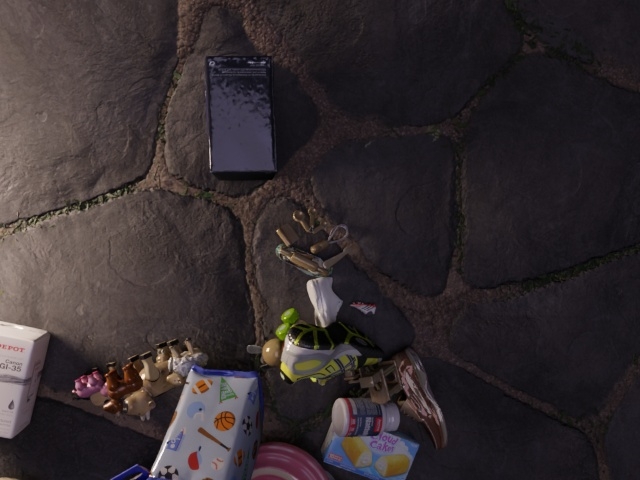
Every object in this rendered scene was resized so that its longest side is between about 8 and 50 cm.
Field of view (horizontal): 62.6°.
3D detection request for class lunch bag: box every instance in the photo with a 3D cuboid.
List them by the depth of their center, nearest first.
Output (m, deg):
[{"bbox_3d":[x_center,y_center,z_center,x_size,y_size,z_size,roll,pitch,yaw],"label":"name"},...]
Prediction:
[{"bbox_3d":[-0.280,0.571,1.390,0.239,0.327,0.385,6,136,9],"label":"lunch bag"}]

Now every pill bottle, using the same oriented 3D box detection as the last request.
[{"bbox_3d":[0.134,0.516,1.542,0.180,0.108,0.107,5,92,-19],"label":"pill bottle"}]

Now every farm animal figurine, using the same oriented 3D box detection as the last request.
[{"bbox_3d":[-0.503,0.409,1.489,0.327,0.330,0.172,-22,92,-34],"label":"farm animal figurine"}]

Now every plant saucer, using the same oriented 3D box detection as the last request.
[{"bbox_3d":[-0.128,0.770,1.556,0.332,0.084,0.332,1,96,13],"label":"plant saucer"}]

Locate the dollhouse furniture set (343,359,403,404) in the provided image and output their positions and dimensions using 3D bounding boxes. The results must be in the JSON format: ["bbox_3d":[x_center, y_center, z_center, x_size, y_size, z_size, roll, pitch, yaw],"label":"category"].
[{"bbox_3d":[0.129,0.433,1.546,0.161,0.182,0.101,-17,85,29],"label":"dollhouse furniture set"}]

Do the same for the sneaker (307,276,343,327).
[{"bbox_3d":[0.029,0.215,1.615,0.094,0.080,0.212,-14,94,-21],"label":"sneaker"}]

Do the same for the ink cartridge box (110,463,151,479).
[{"bbox_3d":[-0.443,0.807,1.521,0.270,0.151,0.395,-31,94,7],"label":"ink cartridge box"}]

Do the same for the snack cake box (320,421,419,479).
[{"bbox_3d":[0.152,0.640,1.633,0.264,0.089,0.152,22,90,-7],"label":"snack cake box"}]

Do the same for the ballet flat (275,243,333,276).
[{"bbox_3d":[-0.048,0.066,1.601,0.188,0.070,0.070,20,90,-7],"label":"ballet flat"}]

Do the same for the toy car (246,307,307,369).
[{"bbox_3d":[-0.121,0.325,1.588,0.188,0.149,0.155,-27,108,20],"label":"toy car"}]

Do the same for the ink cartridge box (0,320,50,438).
[{"bbox_3d":[-0.916,0.384,1.485,0.207,0.117,0.282,13,91,-7],"label":"ink cartridge box"}]

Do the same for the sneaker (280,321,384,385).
[{"bbox_3d":[0.029,0.327,1.510,0.385,0.145,0.147,14,106,-43],"label":"sneaker"}]

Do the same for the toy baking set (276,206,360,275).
[{"bbox_3d":[-0.004,0.005,1.584,0.256,0.030,0.196,31,63,-10],"label":"toy baking set"}]

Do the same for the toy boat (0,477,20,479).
[{"bbox_3d":[-0.924,0.834,1.503,0.268,0.148,0.318,29,81,-12],"label":"toy boat"}]

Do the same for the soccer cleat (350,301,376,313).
[{"bbox_3d":[0.133,0.212,1.645,0.083,0.029,0.035,6,87,-11],"label":"soccer cleat"}]

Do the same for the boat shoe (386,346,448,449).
[{"bbox_3d":[0.296,0.496,1.637,0.116,0.123,0.324,-22,85,-2],"label":"boat shoe"}]

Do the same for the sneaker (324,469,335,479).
[{"bbox_3d":[0.067,0.798,1.616,0.232,0.115,0.090,27,89,-7],"label":"sneaker"}]

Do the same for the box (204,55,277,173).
[{"bbox_3d":[-0.216,-0.319,1.449,0.183,0.296,0.293,-3,92,-7],"label":"box"}]
